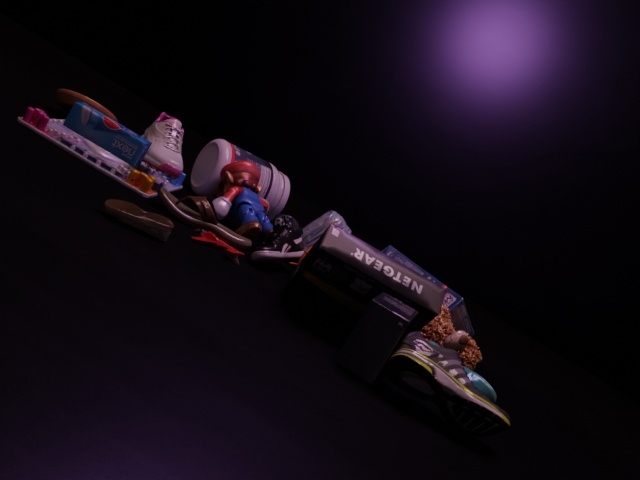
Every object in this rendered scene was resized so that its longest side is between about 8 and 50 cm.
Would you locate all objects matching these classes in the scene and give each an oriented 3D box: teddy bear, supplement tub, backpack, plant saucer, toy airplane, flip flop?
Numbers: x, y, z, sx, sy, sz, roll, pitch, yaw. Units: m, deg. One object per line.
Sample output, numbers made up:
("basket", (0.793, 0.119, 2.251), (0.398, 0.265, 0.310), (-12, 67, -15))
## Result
("teddy bear", (0.281, 0.229, 2.122), (0.245, 0.113, 0.338), (11, 26, -39))
("supplement tub", (-0.252, -0.185, 2.497), (0.272, 0.191, 0.191), (25, 10, -35))
("backpack", (0.000, 0.000, 2.287), (0.115, 0.182, 0.152), (53, 4, -20))
("plant saucer", (-0.719, -0.394, 2.424), (0.200, 0.037, 0.200), (23, -12, 5))
("toy airplane", (-0.248, 0.009, 1.937), (0.151, 0.028, 0.151), (31, 7, -4))
("flip flop", (-0.291, -0.065, 2.040), (0.277, 0.080, 0.112), (30, 8, -10))

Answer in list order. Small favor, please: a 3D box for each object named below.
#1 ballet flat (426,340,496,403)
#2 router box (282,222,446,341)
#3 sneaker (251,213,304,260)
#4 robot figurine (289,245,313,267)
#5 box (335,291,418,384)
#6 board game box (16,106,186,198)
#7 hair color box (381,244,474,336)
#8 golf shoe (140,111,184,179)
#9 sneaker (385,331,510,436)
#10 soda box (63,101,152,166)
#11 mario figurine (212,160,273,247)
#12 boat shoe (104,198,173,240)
("ballet flat", (0.307, 0.329, 1.903), (0.087, 0.083, 0.247), (-8, 33, -38))
("router box", (0.096, 0.119, 1.837), (0.309, 0.243, 0.081), (30, 53, -7))
("sneaker", (-0.120, -0.010, 2.084), (0.079, 0.121, 0.217), (-9, -4, 27))
("robot figurine", (0.031, 0.091, 2.088), (0.219, 0.128, 0.158), (29, 8, -14))
("box", (0.120, 0.201, 1.667), (0.093, 0.156, 0.158), (32, 8, 10))
("board game box", (-0.583, -0.249, 2.196), (0.390, 0.050, 0.390), (31, 9, -1))
("hair color box", (0.299, 0.174, 2.412), (0.347, 0.105, 0.174), (38, -19, 46))
("golf shoe", (-0.432, -0.269, 2.199), (0.115, 0.140, 0.306), (28, 10, -32))
("sneaker", (0.276, 0.292, 1.634), (0.300, 0.111, 0.121), (39, 43, -11))
("soda box", (-0.548, -0.275, 2.046), (0.210, 0.071, 0.067), (31, 8, -4))
("mario figurine", (-0.226, -0.087, 2.258), (0.198, 0.170, 0.320), (74, -4, -47))
("boat shoe", (-0.394, -0.042, 1.703), (0.153, 0.048, 0.056), (20, 25, -26))
